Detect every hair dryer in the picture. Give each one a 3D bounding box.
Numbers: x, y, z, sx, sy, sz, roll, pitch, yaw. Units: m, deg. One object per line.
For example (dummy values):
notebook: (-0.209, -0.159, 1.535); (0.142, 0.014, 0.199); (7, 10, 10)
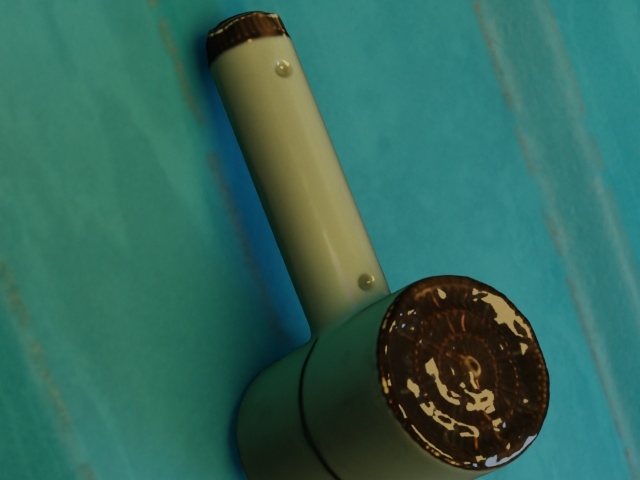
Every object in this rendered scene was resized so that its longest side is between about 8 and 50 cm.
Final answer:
hair dryer: (0.000, 0.000, 1.134); (0.128, 0.203, 0.362); (-15, 79, -33)
